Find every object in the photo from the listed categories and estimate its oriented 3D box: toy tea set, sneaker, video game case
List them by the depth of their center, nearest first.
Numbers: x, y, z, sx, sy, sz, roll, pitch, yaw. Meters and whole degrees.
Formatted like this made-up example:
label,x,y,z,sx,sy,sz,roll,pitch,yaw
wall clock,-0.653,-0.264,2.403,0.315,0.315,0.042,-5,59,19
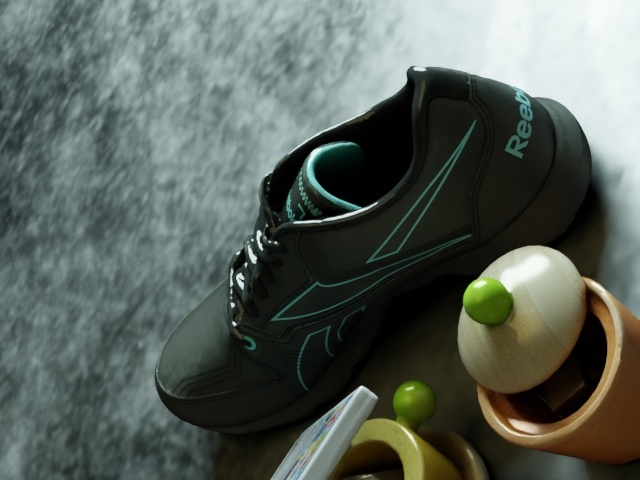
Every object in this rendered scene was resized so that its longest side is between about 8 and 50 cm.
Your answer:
label,x,y,z,sx,sy,sz,roll,pitch,yaw
toy tea set,0.025,0.159,0.774,0.200,0.124,0.336,2,70,47
video game case,-0.015,0.112,0.826,0.087,0.011,0.122,-55,1,-20
sneaker,0.000,0.000,0.907,0.267,0.106,0.101,-38,47,28
